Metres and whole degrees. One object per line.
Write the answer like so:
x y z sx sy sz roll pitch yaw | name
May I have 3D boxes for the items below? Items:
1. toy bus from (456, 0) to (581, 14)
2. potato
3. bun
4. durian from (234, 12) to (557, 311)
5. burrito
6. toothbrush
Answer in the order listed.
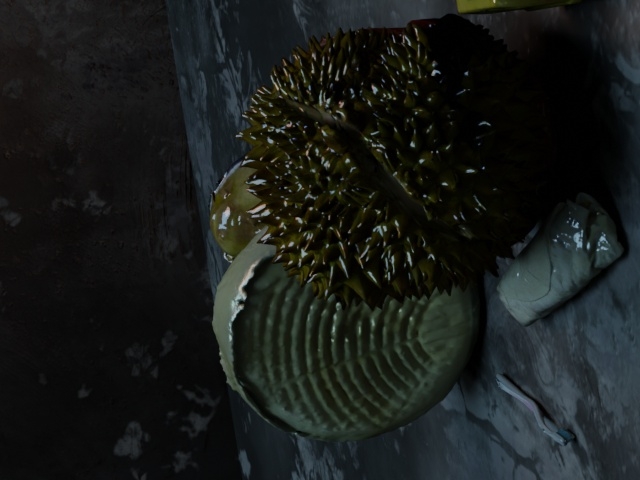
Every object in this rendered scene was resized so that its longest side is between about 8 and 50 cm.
0.177 -0.390 1.420 0.121 0.123 0.335 -164 64 -73 | toy bus
0.000 0.000 2.079 0.300 0.246 0.196 31 -164 -47 | potato
0.028 0.079 1.912 0.202 0.364 0.364 -120 24 -57 | bun
0.085 -0.084 1.529 0.384 0.348 0.347 14 -121 -64 | durian
0.249 0.030 1.579 0.082 0.059 0.275 58 160 11 | burrito
0.253 0.202 1.757 0.017 0.022 0.204 67 170 -21 | toothbrush
